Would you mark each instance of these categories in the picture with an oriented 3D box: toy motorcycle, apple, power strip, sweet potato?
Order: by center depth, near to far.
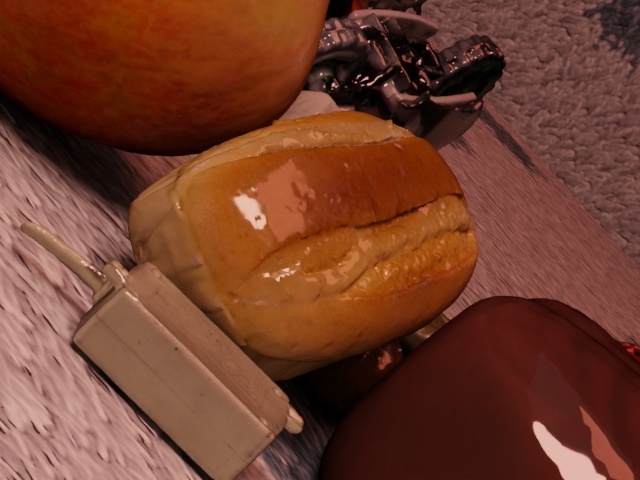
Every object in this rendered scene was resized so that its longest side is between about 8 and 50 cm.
[{"bbox_3d":[-0.085,0.050,0.987,0.175,0.042,0.075,45,12,-3],"label":"power strip"},{"bbox_3d":[-0.124,-0.141,1.177,0.251,0.163,0.293,17,1,-6],"label":"apple"},{"bbox_3d":[0.007,0.048,1.288,0.081,0.062,0.233,36,12,-28],"label":"sweet potato"},{"bbox_3d":[0.029,-0.121,1.723,0.327,0.188,0.143,-1,59,-55],"label":"toy motorcycle"}]

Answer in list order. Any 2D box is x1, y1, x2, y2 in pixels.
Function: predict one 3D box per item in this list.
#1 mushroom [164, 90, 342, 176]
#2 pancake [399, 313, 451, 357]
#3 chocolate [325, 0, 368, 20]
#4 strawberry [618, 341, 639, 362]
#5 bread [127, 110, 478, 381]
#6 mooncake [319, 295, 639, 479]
[{"bbox_3d":[-0.046,-0.029,1.256,0.081,0.092,0.223,50,30,2],"label":"mushroom"},{"bbox_3d":[0.075,0.070,1.447,0.242,0.050,0.242,33,0,0],"label":"pancake"},{"bbox_3d":[0.004,-0.250,2.124,0.127,0.124,0.133,44,-8,26],"label":"chocolate"},{"bbox_3d":[0.385,0.179,2.061,0.236,0.111,0.190,52,15,29],"label":"strawberry"},{"bbox_3d":[0.000,0.000,1.116,0.236,0.106,0.140,-18,84,-54],"label":"bread"},{"bbox_3d":[0.154,0.176,1.110,0.326,0.174,0.334,43,11,-27],"label":"mooncake"}]
